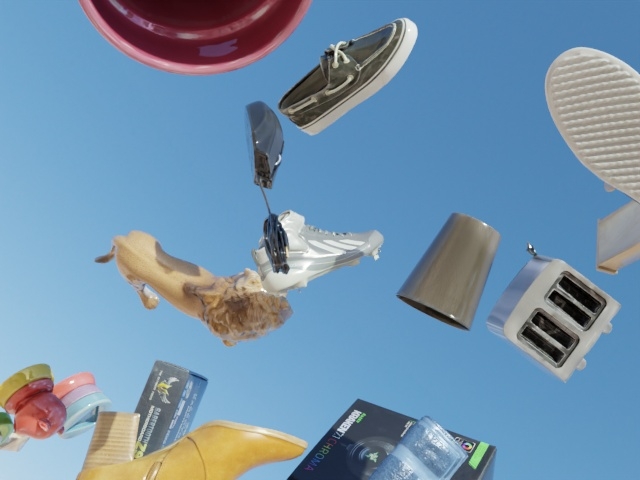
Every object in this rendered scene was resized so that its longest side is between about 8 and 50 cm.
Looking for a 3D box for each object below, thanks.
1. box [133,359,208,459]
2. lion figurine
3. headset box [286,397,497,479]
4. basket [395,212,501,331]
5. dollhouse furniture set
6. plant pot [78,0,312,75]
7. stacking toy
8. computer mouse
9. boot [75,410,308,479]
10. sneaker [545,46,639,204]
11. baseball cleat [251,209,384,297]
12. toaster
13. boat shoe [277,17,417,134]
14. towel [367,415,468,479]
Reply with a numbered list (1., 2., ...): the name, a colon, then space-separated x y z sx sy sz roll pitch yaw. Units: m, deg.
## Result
1. box: -0.246 0.303 1.110 0.059 0.233 0.183 20 -14 4
2. lion figurine: -0.229 0.069 1.235 0.391 0.142 0.240 18 -16 5
3. headset box: 0.126 0.413 1.196 0.282 0.246 0.131 15 -61 28
4. basket: 0.302 0.064 1.678 0.204 0.227 0.154 19 -12 48
5. dollhouse furniture set: 0.757 0.007 1.483 0.355 0.304 0.174 14 -22 -10
6. plant pot: -0.113 -0.274 0.629 0.201 0.201 0.180 90 -13 -48
7. stacking toy: -0.599 0.405 1.568 0.130 0.279 0.309 49 3 19
8. computer mouse: -0.050 -0.062 0.796 0.041 0.242 0.071 -5 -37 -10
9. boot: -0.167 0.340 0.949 0.294 0.211 0.104 8 -21 -11
10. sneaker: 0.363 -0.107 0.853 0.102 0.161 0.282 -41 -88 24
11. baseball cleat: 0.000 0.000 1.009 0.072 0.205 0.110 -16 -84 52
12. toaster: 0.391 0.125 1.264 0.185 0.168 0.110 37 -1 -2
13. boat shoe: 0.032 -0.225 0.993 0.070 0.078 0.219 30 -54 -35
14. towel: 0.097 0.248 0.781 0.067 0.119 0.029 45 -22 2
